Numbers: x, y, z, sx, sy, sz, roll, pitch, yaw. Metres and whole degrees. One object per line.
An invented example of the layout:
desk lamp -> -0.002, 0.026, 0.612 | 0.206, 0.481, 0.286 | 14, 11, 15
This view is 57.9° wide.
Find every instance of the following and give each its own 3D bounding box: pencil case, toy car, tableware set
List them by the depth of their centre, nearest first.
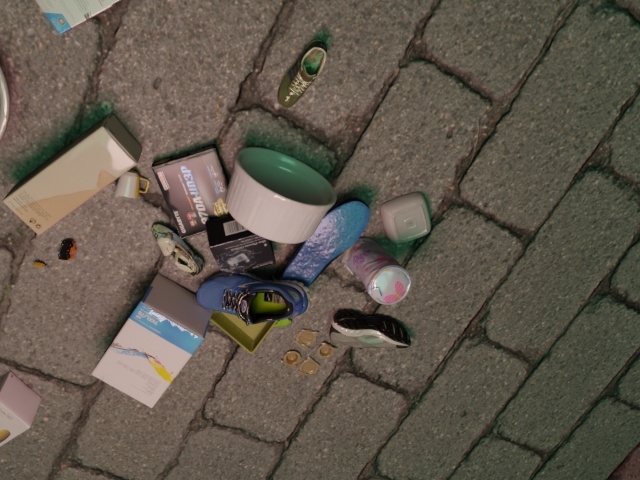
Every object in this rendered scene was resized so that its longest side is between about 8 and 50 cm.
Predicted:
toy car -> -0.719, 0.038, 1.581 | 0.122, 0.060, 0.040 | -13, 162, 14
pencil case -> 0.151, 0.080, 1.621 | 0.124, 0.273, 0.113 | -7, 109, -15
tableware set -> -0.040, 0.364, 1.853 | 0.141, 0.020, 0.168 | 31, 105, -22

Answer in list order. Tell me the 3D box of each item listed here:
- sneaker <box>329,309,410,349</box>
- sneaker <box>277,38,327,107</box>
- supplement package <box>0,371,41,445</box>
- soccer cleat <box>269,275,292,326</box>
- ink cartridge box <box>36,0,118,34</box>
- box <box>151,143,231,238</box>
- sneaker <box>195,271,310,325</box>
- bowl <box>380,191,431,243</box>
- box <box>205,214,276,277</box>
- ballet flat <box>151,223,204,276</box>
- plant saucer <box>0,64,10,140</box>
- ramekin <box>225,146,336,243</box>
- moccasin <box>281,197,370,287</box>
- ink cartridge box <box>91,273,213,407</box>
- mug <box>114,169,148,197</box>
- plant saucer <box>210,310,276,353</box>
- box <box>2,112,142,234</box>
sneaker -> 0.155, 0.296, 1.825 | 0.272, 0.100, 0.108 | 13, 125, -12
sneaker -> -0.046, -0.416, 1.454 | 0.064, 0.086, 0.192 | 29, 107, -21
supplement package -> -0.975, 0.524, 1.692 | 0.244, 0.134, 0.139 | -33, 116, 5
soccer cleat -> -0.137, 0.188, 1.734 | 0.072, 0.060, 0.179 | -14, 119, -2
ink cartridge box -> -0.543, -0.559, 1.313 | 0.180, 0.060, 0.104 | -27, 116, 3
box -> -0.329, -0.131, 1.554 | 0.175, 0.051, 0.220 | -17, 117, -2
sneaker -> -0.201, 0.156, 1.589 | 0.330, 0.147, 0.129 | 1, 97, 19
bowl -> 0.257, -0.059, 1.694 | 0.142, 0.053, 0.142 | -19, 117, -3
box -> -0.216, 0.008, 1.584 | 0.156, 0.093, 0.158 | -15, 145, -3
ballet flat -> -0.399, 0.031, 1.604 | 0.070, 0.070, 0.188 | -43, 113, 10
plant saucer -> -0.915, -0.350, 1.320 | 0.400, 0.100, 0.400 | -4, 115, -9
ramekin -> -0.110, -0.113, 1.487 | 0.277, 0.277, 0.135 | 19, 118, -18
moccasin -> 0.000, 0.000, 1.645 | 0.138, 0.117, 0.342 | 44, 106, -12
ink cartridge box -> -0.464, 0.279, 1.624 | 0.197, 0.198, 0.270 | 34, 105, -13
mug -> -0.499, -0.152, 1.519 | 0.062, 0.078, 0.064 | 19, 103, 17
plant saucer -> -0.214, 0.203, 1.700 | 0.188, 0.045, 0.188 | 39, 104, 7
box -> -0.608, -0.167, 1.436 | 0.311, 0.148, 0.121 | -34, 116, 7
